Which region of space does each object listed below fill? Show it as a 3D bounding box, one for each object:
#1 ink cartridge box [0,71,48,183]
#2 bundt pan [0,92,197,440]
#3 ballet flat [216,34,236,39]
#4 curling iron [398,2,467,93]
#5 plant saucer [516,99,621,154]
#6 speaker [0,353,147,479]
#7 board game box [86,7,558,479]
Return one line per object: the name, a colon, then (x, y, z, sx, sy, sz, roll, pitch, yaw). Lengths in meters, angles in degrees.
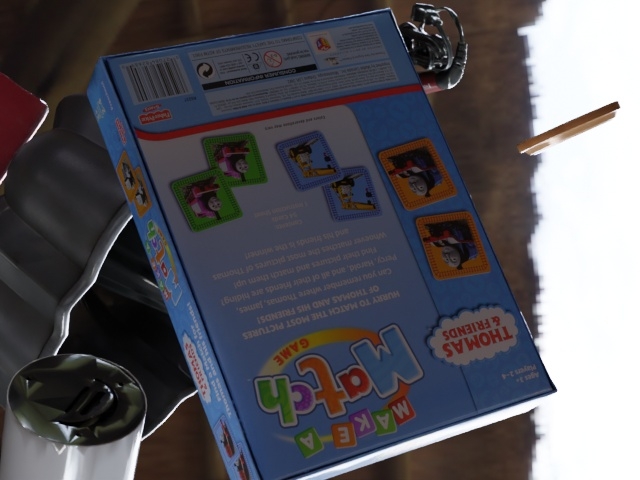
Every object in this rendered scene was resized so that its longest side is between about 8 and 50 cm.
ink cartridge box: (-0.400, 0.042, 1.075, 0.160, 0.279, 0.385, 38, -128, -16)
bundt pan: (-0.137, -0.001, 1.062, 0.331, 0.124, 0.331, -48, -19, -22)
ballet flat: (0.017, -0.166, 1.846, 0.116, 0.342, 0.124, -62, -3, 38)
curling iron: (0.037, -0.139, 1.230, 0.035, 0.274, 0.068, 0, -97, -30)
plant saucer: (0.189, -0.084, 1.104, 0.013, 0.083, 0.083, 66, -155, 1)
speaker: (-0.105, 0.113, 0.591, 0.055, 0.055, 0.136, -57, -16, -54)
board game box: (0.000, 0.000, 0.686, 0.160, 0.039, 0.212, -14, -108, -28)
